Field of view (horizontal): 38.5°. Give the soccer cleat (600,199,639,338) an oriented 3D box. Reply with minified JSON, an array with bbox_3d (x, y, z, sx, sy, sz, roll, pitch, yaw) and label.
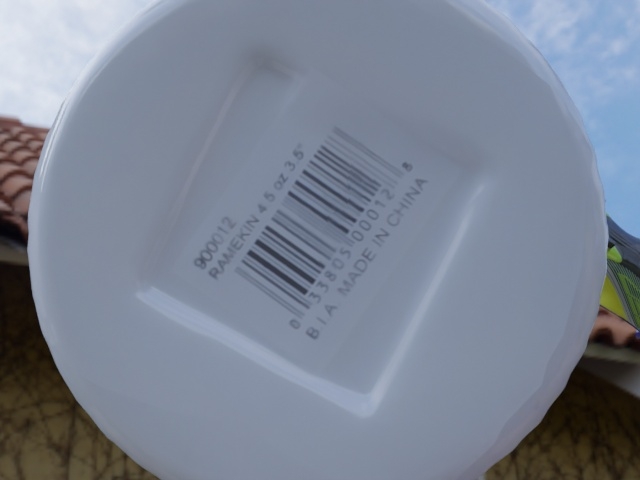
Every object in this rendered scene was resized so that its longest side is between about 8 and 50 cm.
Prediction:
[{"bbox_3d":[0.268,0.010,0.957,0.289,0.093,0.121,35,-41,-9],"label":"soccer cleat"}]

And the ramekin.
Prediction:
[{"bbox_3d":[0.000,0.000,0.442,0.277,0.277,0.135,-5,-3,3],"label":"ramekin"}]
